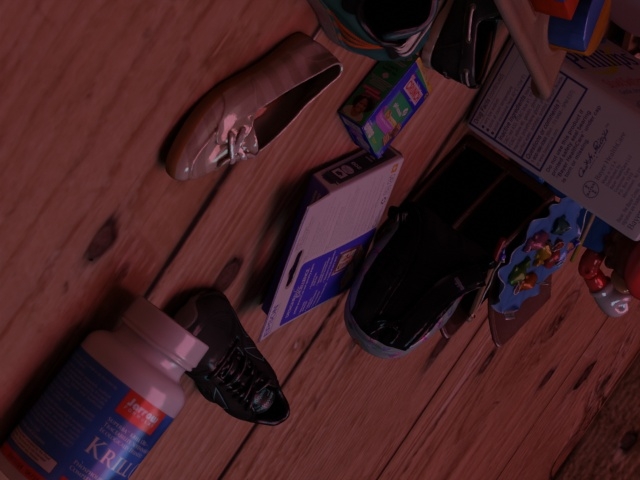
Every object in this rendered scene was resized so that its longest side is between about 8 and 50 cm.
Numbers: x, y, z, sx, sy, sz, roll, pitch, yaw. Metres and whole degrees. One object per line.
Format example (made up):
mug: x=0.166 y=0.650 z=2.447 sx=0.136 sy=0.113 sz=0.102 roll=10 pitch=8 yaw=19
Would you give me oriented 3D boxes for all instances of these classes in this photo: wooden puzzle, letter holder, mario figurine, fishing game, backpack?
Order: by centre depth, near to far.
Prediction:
wooden puzzle: x=0.307 y=-0.359 z=1.873 sx=0.322 sy=0.081 sz=0.348 roll=-68 pitch=161 yaw=-11
backpack: x=0.110 y=0.063 z=2.000 sx=0.182 sy=0.152 sz=0.115 roll=-54 pitch=172 yaw=-16
fishing game: x=0.295 y=0.028 z=2.152 sx=0.264 sy=0.041 sz=0.189 roll=-21 pitch=140 yaw=-48
letter holder: x=0.198 y=0.040 z=2.229 sx=0.214 sy=0.152 sz=0.302 roll=-45 pitch=156 yaw=-17
mario figurine: x=0.421 y=-0.020 z=2.355 sx=0.170 sy=0.320 sz=0.198 roll=-43 pitch=155 yaw=-24

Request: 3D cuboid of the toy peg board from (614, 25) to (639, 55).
toy peg board: x=0.495 y=-0.352 z=2.382 sx=0.161 sy=0.079 sz=0.161 roll=-28 pitch=149 yaw=-18

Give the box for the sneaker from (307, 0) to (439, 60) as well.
sneaker: x=0.068 y=-0.232 z=1.628 sx=0.108 sy=0.121 sz=0.302 roll=-56 pitch=158 yaw=3

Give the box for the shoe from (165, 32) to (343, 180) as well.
shoe: x=-0.064 y=-0.128 z=1.595 sx=0.219 sy=0.058 sz=0.076 roll=-43 pitch=155 yaw=-25

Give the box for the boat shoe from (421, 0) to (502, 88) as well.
boat shoe: x=0.196 y=-0.287 z=1.863 sx=0.084 sy=0.079 sz=0.233 roll=-18 pitch=137 yaw=-52

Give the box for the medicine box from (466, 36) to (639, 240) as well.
medicine box: x=0.389 y=-0.148 z=2.155 sx=0.263 sy=0.289 sz=0.149 roll=-13 pitch=136 yaw=-58

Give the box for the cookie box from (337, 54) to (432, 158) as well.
cookie box: x=0.076 y=-0.160 z=1.848 sx=0.107 sy=0.040 sz=0.092 roll=-52 pitch=157 yaw=-8

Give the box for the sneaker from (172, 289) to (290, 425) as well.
sneaker: x=-0.099 y=0.139 z=1.843 sx=0.101 sy=0.106 sz=0.267 roll=-50 pitch=156 yaw=-8

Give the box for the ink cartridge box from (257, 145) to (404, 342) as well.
ink cartridge box: x=0.000 y=0.000 z=1.915 sx=0.208 sy=0.045 sz=0.206 roll=-29 pitch=147 yaw=-51

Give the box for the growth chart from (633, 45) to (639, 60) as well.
growth chart: x=0.528 y=-0.303 z=2.386 sx=0.172 sy=0.021 sz=0.237 roll=4 pitch=130 yaw=-51

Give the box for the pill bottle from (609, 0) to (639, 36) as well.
pill bottle: x=0.503 y=-0.426 z=2.124 sx=0.334 sy=0.188 sz=0.188 roll=-47 pitch=156 yaw=-16

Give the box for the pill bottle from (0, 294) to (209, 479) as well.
pill bottle: x=-0.215 y=0.168 z=1.630 sx=0.221 sy=0.124 sz=0.124 roll=-53 pitch=157 yaw=-4
